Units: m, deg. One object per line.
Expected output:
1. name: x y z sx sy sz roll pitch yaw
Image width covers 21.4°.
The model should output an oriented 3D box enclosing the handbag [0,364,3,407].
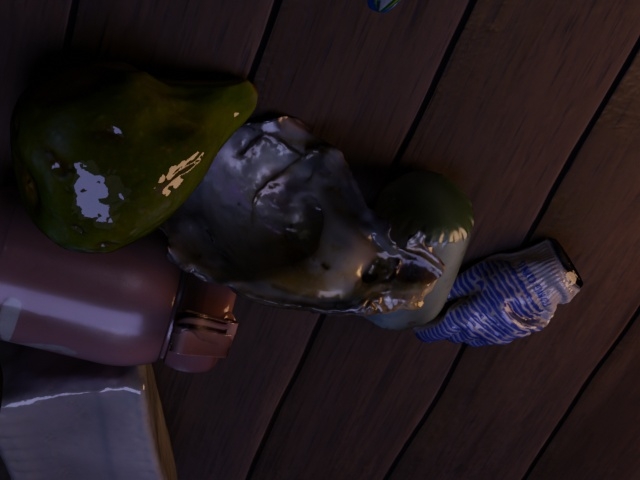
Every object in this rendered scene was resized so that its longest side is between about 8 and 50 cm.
1. handbag: -0.517 0.126 1.906 0.302 0.275 0.178 31 117 -35

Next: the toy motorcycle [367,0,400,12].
1. toy motorcycle: 0.096 -0.328 1.565 0.092 0.135 0.254 10 136 -18

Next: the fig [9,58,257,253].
1. fig: -0.183 -0.102 1.784 0.275 0.206 0.206 -18 143 -21

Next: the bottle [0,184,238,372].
1. bottle: -0.239 0.059 1.884 0.297 0.206 0.173 16 99 -6

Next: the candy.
1. candy: -0.300 0.247 2.178 0.208 0.145 0.358 -6 139 2

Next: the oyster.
1. oyster: -0.031 -0.012 1.860 0.275 0.271 0.100 -24 175 3

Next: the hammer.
1. hammer: 0.000 0.000 1.967 0.335 0.119 0.206 8 136 -6

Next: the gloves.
1. gloves: 0.214 0.075 2.094 0.229 0.097 0.119 -28 105 30
